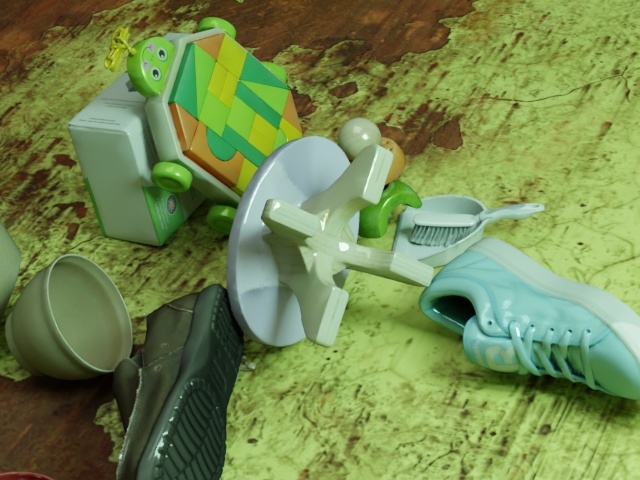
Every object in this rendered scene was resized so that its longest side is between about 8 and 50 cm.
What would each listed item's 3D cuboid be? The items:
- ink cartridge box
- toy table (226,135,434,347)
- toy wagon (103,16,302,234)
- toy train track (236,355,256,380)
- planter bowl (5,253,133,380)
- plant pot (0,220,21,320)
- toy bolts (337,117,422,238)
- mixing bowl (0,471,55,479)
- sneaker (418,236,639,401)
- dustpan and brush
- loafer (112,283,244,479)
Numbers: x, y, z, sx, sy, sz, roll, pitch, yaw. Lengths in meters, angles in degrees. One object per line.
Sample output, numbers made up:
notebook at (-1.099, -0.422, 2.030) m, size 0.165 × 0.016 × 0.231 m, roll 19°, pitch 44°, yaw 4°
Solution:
ink cartridge box at (-0.226, -0.153, 2.293) m, size 0.114 × 0.198 × 0.273 m, roll 8°, pitch 39°, yaw 29°
toy table at (0.000, 0.000, 1.948) m, size 0.252 × 0.274 × 0.161 m, roll 10°, pitch -5°, yaw -33°
toy wagon at (-0.160, -0.183, 2.198) m, size 0.068 × 0.344 × 0.267 m, roll -9°, pitch 55°, yaw 39°
toy train track at (-0.124, 0.158, 2.001) m, size 0.083 × 0.014 × 0.048 m, roll 0°, pitch 37°, yaw 14°
planter bowl at (-0.334, 0.113, 2.014) m, size 0.109 × 0.162 × 0.162 m, roll -26°, pitch 29°, yaw 26°
plant pot at (-0.507, 0.044, 2.072) m, size 0.191 × 0.284 × 0.284 m, roll 21°, pitch 32°, yaw -16°
toy bolts at (-0.013, -0.071, 2.143) m, size 0.228 × 0.158 × 0.218 m, roll -39°, pitch 34°, yaw -25°
mixing bowl at (-0.344, 0.352, 1.716) m, size 0.181 × 0.098 × 0.181 m, roll -7°, pitch 35°, yaw 5°
sneaker at (0.257, 0.123, 1.878) m, size 0.150 × 0.135 × 0.366 m, roll -35°, pitch 33°, yaw -19°
dustpan and brush at (0.200, -0.023, 2.132) m, size 0.211 × 0.060 × 0.147 m, roll -1°, pitch 37°, yaw 13°
loafer at (-0.185, 0.200, 1.883) m, size 0.130 × 0.134 × 0.366 m, roll -12°, pitch 30°, yaw 18°
